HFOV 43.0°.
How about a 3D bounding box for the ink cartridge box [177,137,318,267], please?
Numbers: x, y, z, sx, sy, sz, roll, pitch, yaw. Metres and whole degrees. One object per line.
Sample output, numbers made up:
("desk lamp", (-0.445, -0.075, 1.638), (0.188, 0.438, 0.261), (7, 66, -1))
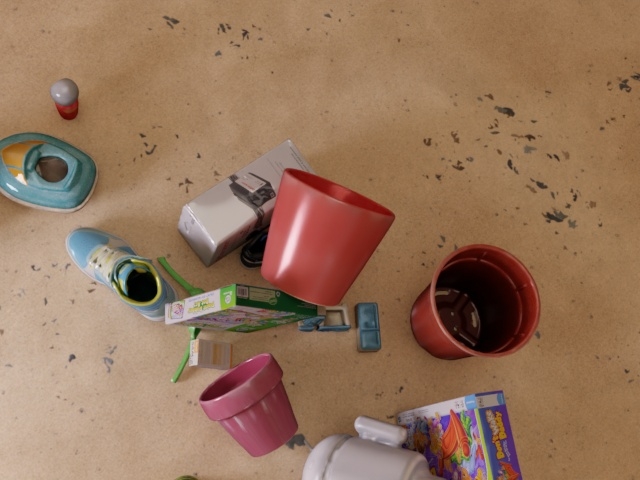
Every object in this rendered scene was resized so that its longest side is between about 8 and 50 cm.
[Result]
("ink cartridge box", (-0.179, -0.087, 1.979), (0.307, 0.223, 0.129), (-35, 85, -20))

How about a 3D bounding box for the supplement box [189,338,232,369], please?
("supplement box", (-0.260, 0.271, 1.928), (0.098, 0.036, 0.062), (16, 67, -38))

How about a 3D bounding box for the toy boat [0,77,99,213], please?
("toy boat", (-0.654, -0.231, 1.956), (0.268, 0.148, 0.318), (15, 71, -8))

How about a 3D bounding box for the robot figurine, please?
("robot figurine", (0.108, 0.551, 1.818), (0.354, 0.200, 0.299), (9, 78, 27))

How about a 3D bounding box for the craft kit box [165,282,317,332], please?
("craft kit box", (-0.179, 0.158, 1.841), (0.250, 0.247, 0.060), (13, 70, -44))

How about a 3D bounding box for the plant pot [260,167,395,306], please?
("plant pot", (0.000, 0.000, 1.826), (0.275, 0.275, 0.243), (22, 100, -5))

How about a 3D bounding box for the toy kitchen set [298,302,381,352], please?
("toy kitchen set", (0.057, 0.201, 1.973), (0.207, 0.166, 0.122), (0, 73, -13))

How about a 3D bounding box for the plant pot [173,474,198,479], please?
("plant pot", (-0.300, 0.569, 1.823), (0.083, 0.079, 0.083), (4, 71, -12))

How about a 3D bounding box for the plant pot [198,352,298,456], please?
("plant pot", (-0.151, 0.386, 1.866), (0.201, 0.201, 0.180), (-33, 99, -20))

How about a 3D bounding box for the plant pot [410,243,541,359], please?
("plant pot", (0.355, 0.176, 1.997), (0.273, 0.265, 0.272), (4, 72, -12))

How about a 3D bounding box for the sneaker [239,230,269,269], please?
("sneaker", (-0.095, 0.001, 2.025), (0.217, 0.121, 0.079), (-30, 82, -19))

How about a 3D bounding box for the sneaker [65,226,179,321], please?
("sneaker", (-0.468, 0.054, 1.867), (0.319, 0.208, 0.127), (34, 77, 7))

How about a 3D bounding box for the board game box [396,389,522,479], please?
("board game box", (0.307, 0.482, 1.842), (0.078, 0.347, 0.233), (-2, 73, -26))

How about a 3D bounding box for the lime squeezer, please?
("lime squeezer", (-0.321, 0.180, 1.953), (0.110, 0.059, 0.310), (-5, 75, -15))
